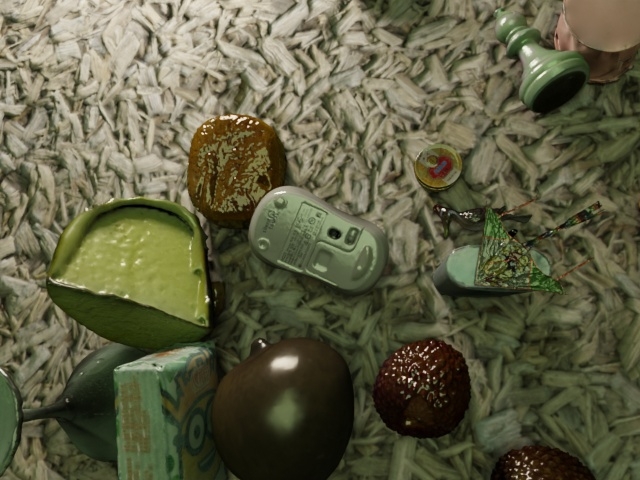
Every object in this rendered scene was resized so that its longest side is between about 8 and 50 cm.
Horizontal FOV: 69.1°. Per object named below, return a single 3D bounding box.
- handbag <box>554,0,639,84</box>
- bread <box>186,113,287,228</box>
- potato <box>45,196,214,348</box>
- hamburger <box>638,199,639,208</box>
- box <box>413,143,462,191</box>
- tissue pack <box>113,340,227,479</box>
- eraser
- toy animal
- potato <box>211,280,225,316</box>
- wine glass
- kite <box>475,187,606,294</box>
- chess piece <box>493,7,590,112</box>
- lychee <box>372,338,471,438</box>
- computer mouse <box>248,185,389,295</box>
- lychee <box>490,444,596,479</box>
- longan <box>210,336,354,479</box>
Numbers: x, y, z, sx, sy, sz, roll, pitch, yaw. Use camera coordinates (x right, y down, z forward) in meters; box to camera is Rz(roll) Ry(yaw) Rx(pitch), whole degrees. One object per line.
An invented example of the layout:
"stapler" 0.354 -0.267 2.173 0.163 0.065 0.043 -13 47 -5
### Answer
"handbag" 0.603 -0.455 1.002 0.179 0.116 0.204 -7 76 8
"bread" -0.194 -0.155 1.066 0.228 0.142 0.253 6 77 4
"potato" -0.402 0.065 1.035 0.330 0.213 0.280 21 53 -23
"hamburger" 0.778 -0.062 0.875 0.283 0.144 0.259 -23 72 -1
"box" 0.262 -0.162 1.039 0.106 0.037 0.105 -2 77 10
"tissue pack" -0.279 0.367 0.893 0.128 0.228 0.310 -5 88 9
"eraser" 0.310 0.065 0.883 0.174 0.227 0.081 -1 81 8
"toy animal" 0.340 -0.040 0.995 0.203 0.070 0.105 15 68 15
"potato" -0.244 0.134 1.062 0.051 0.040 0.083 10 81 -1
"wine glass" -0.503 0.321 0.882 0.267 0.406 0.267 -2 75 9
"kite" 0.354 0.000 0.768 0.244 0.006 0.198 -34 77 1
"chess piece" 0.457 -0.422 1.029 0.139 0.139 0.271 -24 63 4
"lychee" 0.195 0.274 0.888 0.188 0.188 0.188 -2 78 10
"computer mouse" 0.000 0.000 0.996 0.297 0.121 0.184 20 98 5
"lychee" 0.400 0.456 0.814 0.188 0.188 0.187 -2 78 10
"longan" -0.072 0.319 0.889 0.301 0.243 0.300 -4 63 8
